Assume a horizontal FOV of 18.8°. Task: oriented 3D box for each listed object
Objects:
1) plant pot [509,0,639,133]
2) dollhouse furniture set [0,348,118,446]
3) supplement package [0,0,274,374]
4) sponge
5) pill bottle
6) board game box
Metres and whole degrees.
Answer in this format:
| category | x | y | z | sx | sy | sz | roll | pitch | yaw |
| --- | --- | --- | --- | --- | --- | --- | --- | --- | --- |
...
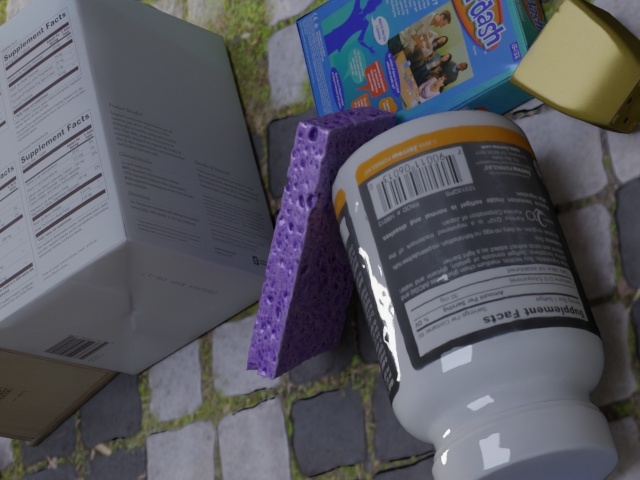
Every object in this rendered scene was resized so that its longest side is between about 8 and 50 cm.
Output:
| category | x | y | z | sx | sy | sz | roll | pitch | yaw |
| --- | --- | --- | --- | --- | --- | --- | --- | --- | --- |
| plant pot | 0.210 | -0.124 | 1.463 | 0.083 | 0.081 | 0.081 | 42 | 106 | 28 |
| dollhouse furniture set | -0.371 | 0.048 | 1.822 | 0.286 | 0.198 | 0.303 | -41 | 55 | 24 |
| supplement package | -0.191 | -0.052 | 1.695 | 0.198 | 0.199 | 0.263 | -32 | 60 | 31 |
| sponge | 0.000 | 0.000 | 1.543 | 0.031 | 0.117 | 0.210 | 20 | 108 | 24 |
| pill bottle | 0.116 | 0.056 | 1.436 | 0.162 | 0.162 | 0.278 | -32 | 60 | 30 |
| board game box | 0.085 | -0.158 | 1.594 | 0.210 | 0.047 | 0.160 | -28 | 61 | 32 |
